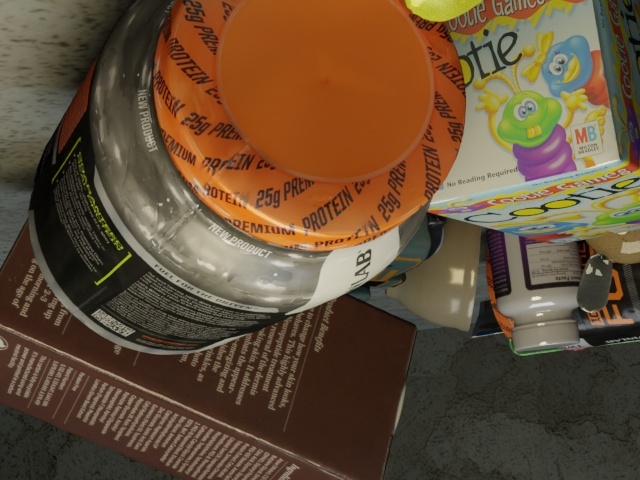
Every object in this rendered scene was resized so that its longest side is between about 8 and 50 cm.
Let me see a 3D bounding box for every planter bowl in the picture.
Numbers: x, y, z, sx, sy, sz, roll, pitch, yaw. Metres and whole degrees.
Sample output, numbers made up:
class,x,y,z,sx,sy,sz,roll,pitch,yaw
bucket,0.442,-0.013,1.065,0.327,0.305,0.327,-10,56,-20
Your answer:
class,x,y,z,sx,sy,sz,roll,pitch,yaw
planter bowl,0.138,0.028,1.448,0.109,0.162,0.162,5,171,4

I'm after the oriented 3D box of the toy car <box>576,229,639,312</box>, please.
class,x,y,z,sx,sy,sz,roll,pitch,yaw
toy car,0.284,-0.027,1.102,0.155,0.188,0.149,-6,170,0

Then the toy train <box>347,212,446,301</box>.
class,x,y,z,sx,sy,sz,roll,pitch,yaw
toy train,0.000,0.000,1.262,0.190,0.142,0.334,-25,162,33

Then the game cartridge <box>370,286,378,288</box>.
class,x,y,z,sx,sy,sz,roll,pitch,yaw
game cartridge,0.082,0.024,1.658,0.198,0.062,0.297,-6,171,-24

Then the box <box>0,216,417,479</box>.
class,x,y,z,sx,sy,sz,roll,pitch,yaw
box,-0.117,0.104,1.082,0.381,0.191,0.143,25,140,-8

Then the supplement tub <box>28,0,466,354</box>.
class,x,y,z,sx,sy,sz,roll,pitch,yaw
supplement tub,-0.059,-0.046,0.732,0.207,0.207,0.338,-2,170,-23

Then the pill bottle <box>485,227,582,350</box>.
class,x,y,z,sx,sy,sz,roll,pitch,yaw
pill bottle,0.262,0.034,1.413,0.108,0.193,0.108,-6,170,-1

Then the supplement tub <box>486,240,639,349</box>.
class,x,y,z,sx,sy,sz,roll,pitch,yaw
supplement tub,0.389,0.036,1.514,0.316,0.193,0.193,-13,168,29

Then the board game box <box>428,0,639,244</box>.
class,x,y,z,sx,sy,sz,roll,pitch,yaw
board game box,0.173,-0.087,0.829,0.144,0.142,0.275,-12,169,29

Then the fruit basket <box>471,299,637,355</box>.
class,x,y,z,sx,sy,sz,roll,pitch,yaw
fruit basket,0.397,0.089,1.786,0.327,0.165,0.353,-8,178,12

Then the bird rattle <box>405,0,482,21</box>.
class,x,y,z,sx,sy,sz,roll,pitch,yaw
bird rattle,0.116,-0.196,0.385,0.207,0.143,0.253,-12,164,-48
